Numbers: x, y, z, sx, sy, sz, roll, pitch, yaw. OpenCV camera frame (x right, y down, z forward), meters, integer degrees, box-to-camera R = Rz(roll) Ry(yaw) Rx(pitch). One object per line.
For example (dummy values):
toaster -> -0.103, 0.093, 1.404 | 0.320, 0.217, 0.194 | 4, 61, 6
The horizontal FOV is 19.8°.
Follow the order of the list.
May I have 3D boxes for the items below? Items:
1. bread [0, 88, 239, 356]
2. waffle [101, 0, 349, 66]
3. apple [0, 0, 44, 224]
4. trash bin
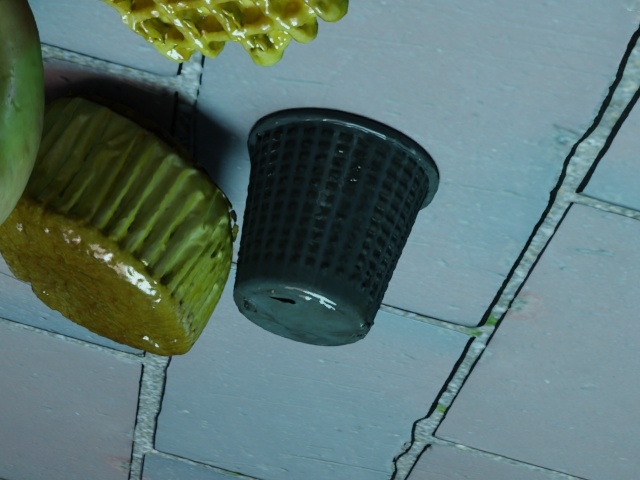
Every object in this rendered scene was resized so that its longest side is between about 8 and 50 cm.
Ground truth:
bread -> -0.189, -0.008, 1.631 | 0.227, 0.142, 0.253 | 27, 156, 7
waffle -> -0.108, -0.226, 1.277 | 0.283, 0.065, 0.309 | 15, 152, -5
apple -> -0.365, -0.115, 1.361 | 0.277, 0.319, 0.319 | -4, 149, 30
trash bin -> 0.000, 0.000, 1.567 | 0.175, 0.161, 0.175 | 14, 156, 6
